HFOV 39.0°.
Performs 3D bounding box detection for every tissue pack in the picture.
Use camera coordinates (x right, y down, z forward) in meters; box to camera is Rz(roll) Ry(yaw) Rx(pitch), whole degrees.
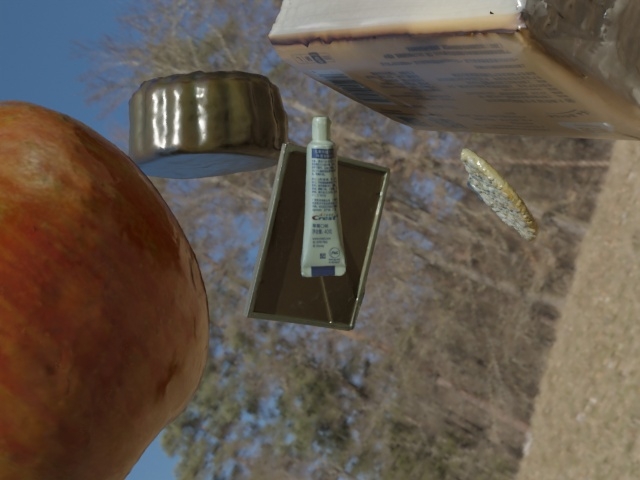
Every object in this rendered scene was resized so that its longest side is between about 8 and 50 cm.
[{"bbox_3d":[0.143,-0.219,0.764,0.239,0.305,0.238,-7,-78,-35],"label":"tissue pack"}]

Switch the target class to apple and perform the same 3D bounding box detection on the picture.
[{"bbox_3d":[-0.211,0.073,0.626,0.301,0.302,0.301,-47,-26,-32],"label":"apple"}]

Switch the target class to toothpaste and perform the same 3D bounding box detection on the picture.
[{"bbox_3d":[0.002,-0.056,1.192,0.037,0.062,0.216,-89,-3,-77],"label":"toothpaste"}]

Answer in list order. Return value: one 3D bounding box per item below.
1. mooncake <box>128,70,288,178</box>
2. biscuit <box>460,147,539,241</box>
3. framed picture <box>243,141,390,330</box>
[{"bbox_3d":[-0.200,-0.208,1.621,0.290,0.290,0.161,3,-99,-66],"label":"mooncake"},{"bbox_3d":[0.364,-0.094,1.845,0.040,0.188,0.265,-44,-59,-3],"label":"biscuit"},{"bbox_3d":[0.000,0.000,1.324,0.189,0.023,0.259,9,-83,-31],"label":"framed picture"}]
